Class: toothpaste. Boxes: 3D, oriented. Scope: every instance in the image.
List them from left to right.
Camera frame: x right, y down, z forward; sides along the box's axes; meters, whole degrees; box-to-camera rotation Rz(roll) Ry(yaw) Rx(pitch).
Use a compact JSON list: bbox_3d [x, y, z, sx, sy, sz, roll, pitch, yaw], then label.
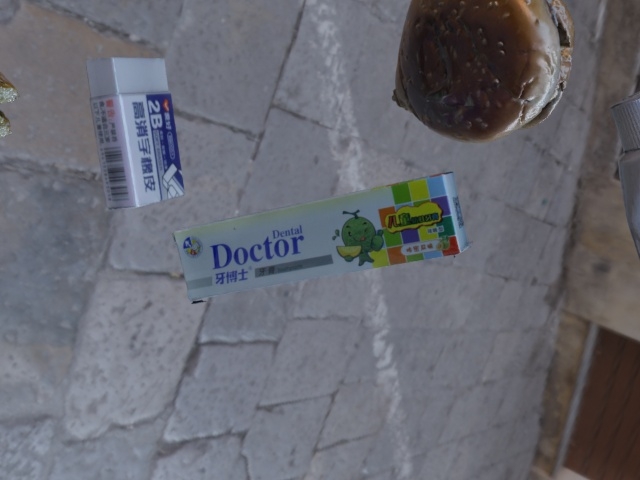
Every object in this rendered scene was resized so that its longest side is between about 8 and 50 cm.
[{"bbox_3d":[0.000,0.000,0.430,0.034,0.164,0.046,-23,101,-69],"label":"toothpaste"},{"bbox_3d":[0.400,-0.035,0.877,0.283,0.099,0.068,64,31,-11],"label":"toothpaste"}]

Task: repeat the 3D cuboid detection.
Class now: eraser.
[{"bbox_3d":[-0.268,-0.158,1.127,0.124,0.067,0.210,-23,110,-60],"label":"eraser"}]

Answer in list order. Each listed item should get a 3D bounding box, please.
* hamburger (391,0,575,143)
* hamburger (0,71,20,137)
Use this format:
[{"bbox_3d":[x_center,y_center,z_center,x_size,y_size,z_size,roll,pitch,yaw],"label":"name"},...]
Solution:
[{"bbox_3d":[0.211,-0.254,1.049,0.146,0.286,0.243,-25,97,-31],"label":"hamburger"},{"bbox_3d":[-0.611,-0.219,1.149,0.283,0.157,0.144,-17,149,-48],"label":"hamburger"}]
